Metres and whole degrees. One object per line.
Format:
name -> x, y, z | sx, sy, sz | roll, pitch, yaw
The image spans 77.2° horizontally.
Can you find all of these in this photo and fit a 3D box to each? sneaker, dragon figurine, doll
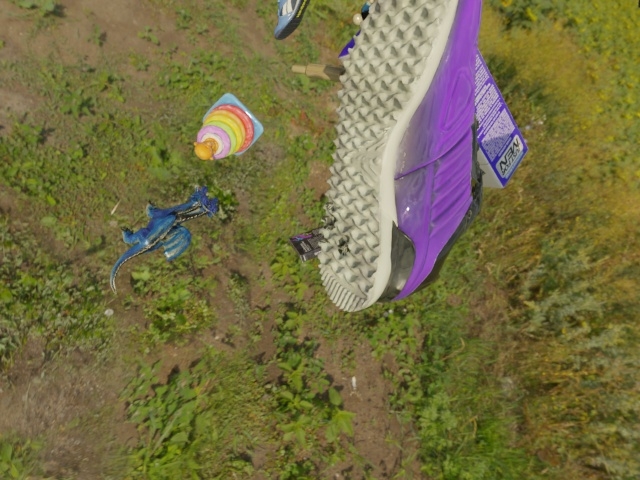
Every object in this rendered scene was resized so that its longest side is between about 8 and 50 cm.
sneaker -> -0.067, -0.508, 0.868 | 0.059, 0.144, 0.053 | 42, 35, 4
dragon figurine -> -0.342, -0.013, 0.866 | 0.289, 0.144, 0.085 | -59, 139, -31
sneaker -> 0.094, -0.080, 0.365 | 0.146, 0.293, 0.102 | 2, 20, -33
doll -> 0.203, -0.809, 1.408 | 0.129, 0.189, 0.046 | 26, 46, -66

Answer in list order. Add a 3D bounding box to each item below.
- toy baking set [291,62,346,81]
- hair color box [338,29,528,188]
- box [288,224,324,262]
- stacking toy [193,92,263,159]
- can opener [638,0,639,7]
toy baking set -> 0.065, -0.388, 0.908 | 0.256, 0.030, 0.197 | 20, 36, 26
hair color box -> 0.210, -0.245, 0.725 | 0.339, 0.185, 0.110 | 45, 76, -31
box -> 0.000, 0.000, 1.157 | 0.162, 0.029, 0.116 | -20, 30, -12
stacking toy -> -0.313, -0.313, 1.237 | 0.175, 0.166, 0.301 | 44, 29, -19
can opener -> 0.404, -0.362, 0.447 | 0.280, 0.093, 0.074 | 16, 85, -50
